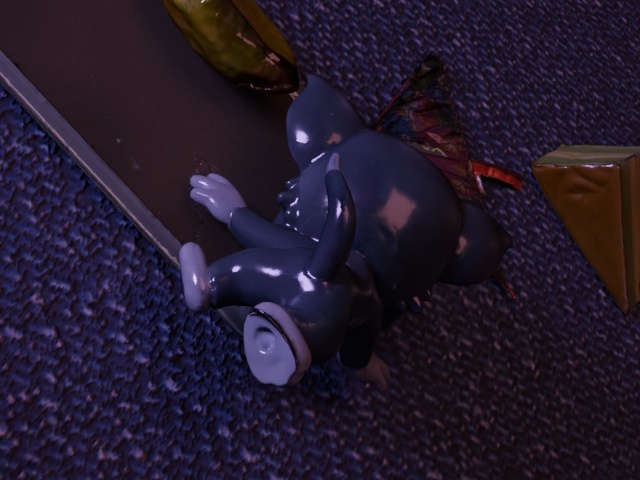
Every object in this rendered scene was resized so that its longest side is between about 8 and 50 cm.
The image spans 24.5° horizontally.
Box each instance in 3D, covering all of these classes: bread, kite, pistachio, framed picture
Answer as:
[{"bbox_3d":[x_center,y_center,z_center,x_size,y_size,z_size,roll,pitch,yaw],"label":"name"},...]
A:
[{"bbox_3d":[0.243,-0.011,1.298,0.074,0.084,0.139,-30,117,-50],"label":"bread"},{"bbox_3d":[0.104,-0.060,1.199,0.189,0.009,0.232,10,58,-41],"label":"kite"},{"bbox_3d":[-0.081,-0.165,1.034,0.173,0.049,0.089,53,15,1],"label":"pistachio"},{"bbox_3d":[-0.102,-0.098,1.020,0.293,0.018,0.231,47,40,-8],"label":"framed picture"}]

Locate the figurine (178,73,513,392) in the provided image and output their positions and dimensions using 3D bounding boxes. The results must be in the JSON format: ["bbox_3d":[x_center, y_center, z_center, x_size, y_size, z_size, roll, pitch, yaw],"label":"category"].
[{"bbox_3d":[0.001,-0.002,0.939,0.193,0.140,0.265,39,15,8],"label":"figurine"}]
